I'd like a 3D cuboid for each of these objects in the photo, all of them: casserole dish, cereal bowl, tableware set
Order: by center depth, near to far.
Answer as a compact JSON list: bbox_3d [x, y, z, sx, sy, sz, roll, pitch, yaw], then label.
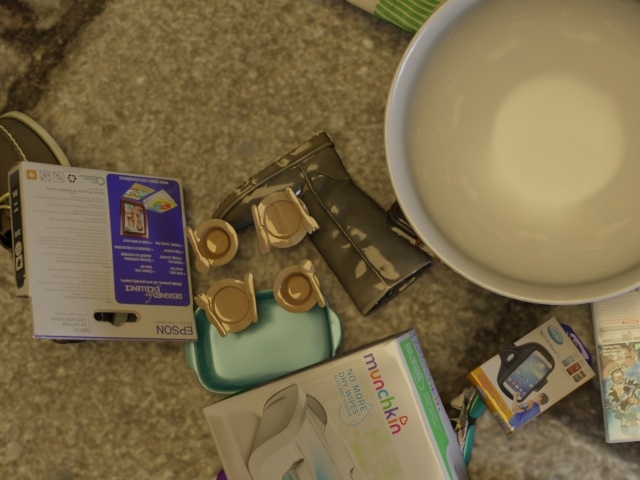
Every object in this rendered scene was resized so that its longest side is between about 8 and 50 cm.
[{"bbox_3d":[0.240,-0.106,1.261,0.339,0.141,0.339,1,93,14],"label":"cereal bowl"},{"bbox_3d":[-0.074,0.026,1.415,0.168,0.020,0.141,-18,89,13],"label":"tableware set"},{"bbox_3d":[-0.064,0.117,1.444,0.188,0.037,0.114,-9,81,10],"label":"casserole dish"}]

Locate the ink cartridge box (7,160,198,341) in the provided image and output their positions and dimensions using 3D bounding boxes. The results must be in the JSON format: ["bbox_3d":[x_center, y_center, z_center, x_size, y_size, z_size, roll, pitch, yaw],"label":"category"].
[{"bbox_3d":[-0.247,0.020,1.415,0.206,0.045,0.208,5,67,-34],"label":"ink cartridge box"}]

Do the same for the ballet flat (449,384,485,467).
[{"bbox_3d":[0.161,0.199,1.397,0.041,0.041,0.114,17,84,12],"label":"ballet flat"}]

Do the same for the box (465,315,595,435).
[{"bbox_3d":[0.240,0.146,1.380,0.136,0.028,0.081,-32,79,-13],"label":"box"}]

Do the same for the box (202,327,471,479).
[{"bbox_3d":[0.035,0.257,1.339,0.231,0.127,0.262,-21,86,14],"label":"box"}]

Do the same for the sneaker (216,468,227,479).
[{"bbox_3d":[-0.143,0.395,1.383,0.146,0.102,0.293,3,82,11],"label":"sneaker"}]

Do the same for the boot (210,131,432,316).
[{"bbox_3d":[-0.001,0.000,1.445,0.189,0.076,0.208,-35,84,5],"label":"boot"}]

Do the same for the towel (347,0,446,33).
[{"bbox_3d":[0.103,-0.378,1.444,0.325,0.038,0.248,34,89,32],"label":"towel"}]

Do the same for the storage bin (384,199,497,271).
[{"bbox_3d":[0.149,-0.033,1.387,0.135,0.091,0.098,34,48,13],"label":"storage bin"}]

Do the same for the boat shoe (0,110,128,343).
[{"bbox_3d":[-0.334,-0.018,1.468,0.109,0.091,0.305,-40,74,43],"label":"boat shoe"}]

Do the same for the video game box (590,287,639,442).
[{"bbox_3d":[0.402,0.119,1.343,0.205,0.048,0.187,-6,78,10],"label":"video game box"}]
